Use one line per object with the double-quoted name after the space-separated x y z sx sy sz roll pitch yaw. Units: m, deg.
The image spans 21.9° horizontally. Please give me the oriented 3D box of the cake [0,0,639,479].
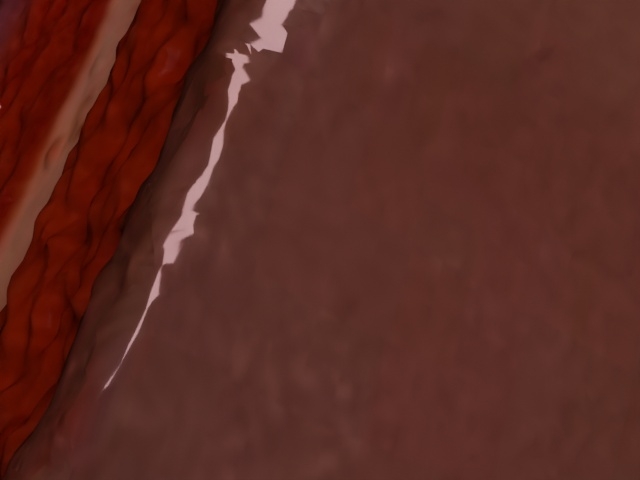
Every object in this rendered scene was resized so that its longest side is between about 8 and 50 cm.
0.000 0.000 0.544 0.230 0.237 0.309 27 77 -31 "cake"
